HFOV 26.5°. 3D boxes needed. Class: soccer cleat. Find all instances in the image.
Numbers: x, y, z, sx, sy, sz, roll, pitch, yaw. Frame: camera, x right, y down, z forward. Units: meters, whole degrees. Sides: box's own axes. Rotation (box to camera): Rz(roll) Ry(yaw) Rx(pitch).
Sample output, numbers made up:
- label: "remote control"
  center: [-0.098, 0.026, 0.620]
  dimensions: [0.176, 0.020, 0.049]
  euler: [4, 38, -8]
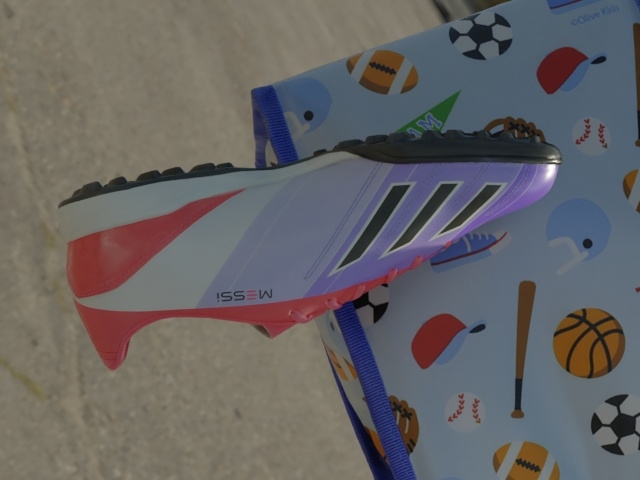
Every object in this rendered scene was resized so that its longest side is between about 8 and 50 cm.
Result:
- label: "soccer cleat"
  center: [0.000, 0.000, 0.858]
  dimensions: [0.108, 0.318, 0.116]
  euler: [159, -79, -84]

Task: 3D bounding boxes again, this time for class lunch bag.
- label: "lunch bag"
  center: [0.156, 0.036, 1.051]
  dimensions: [0.239, 0.328, 0.385]
  euler: [88, -20, -75]
